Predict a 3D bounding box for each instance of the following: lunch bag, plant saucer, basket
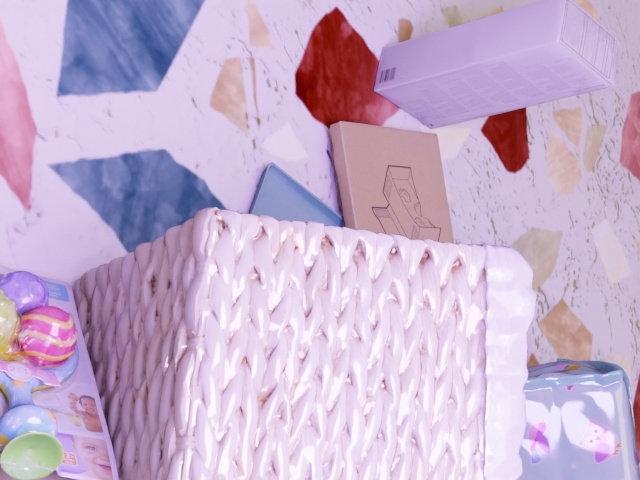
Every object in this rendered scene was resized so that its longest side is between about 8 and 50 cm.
[{"bbox_3d":[0.257,0.238,1.525,0.262,0.160,0.223,23,61,-83],"label":"lunch bag"},{"bbox_3d":[0.000,0.000,1.431,0.192,0.018,0.067,38,59,-36],"label":"plant saucer"},{"bbox_3d":[-0.037,0.164,1.112,0.266,0.328,0.331,13,73,-25],"label":"basket"}]

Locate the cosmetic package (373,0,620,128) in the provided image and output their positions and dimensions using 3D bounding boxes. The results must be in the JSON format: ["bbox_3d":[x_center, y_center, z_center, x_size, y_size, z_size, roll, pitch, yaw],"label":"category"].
[{"bbox_3d":[0.177,-0.179,1.480,0.099,0.239,0.060,32,62,-38],"label":"cosmetic package"}]

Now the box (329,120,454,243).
[{"bbox_3d":[0.082,-0.018,1.495,0.164,0.021,0.201,2,76,-49],"label":"box"}]

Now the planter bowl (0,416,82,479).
[{"bbox_3d":[-0.246,0.193,1.068,0.109,0.162,0.162,12,74,-17],"label":"planter bowl"}]

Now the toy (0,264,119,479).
[{"bbox_3d":[-0.219,0.072,1.053,0.137,0.056,0.237,16,31,-29],"label":"toy"}]
